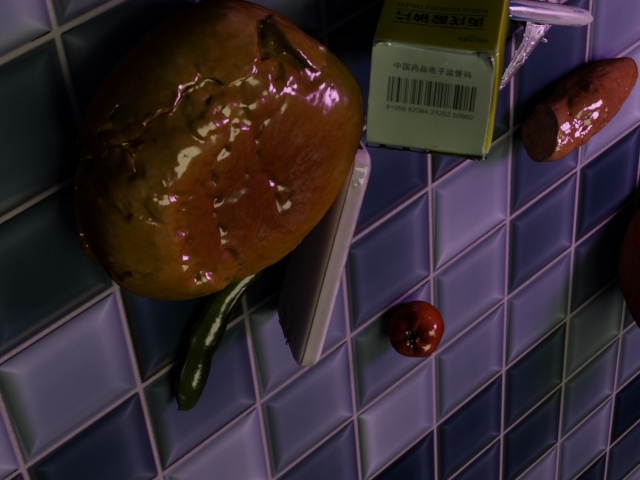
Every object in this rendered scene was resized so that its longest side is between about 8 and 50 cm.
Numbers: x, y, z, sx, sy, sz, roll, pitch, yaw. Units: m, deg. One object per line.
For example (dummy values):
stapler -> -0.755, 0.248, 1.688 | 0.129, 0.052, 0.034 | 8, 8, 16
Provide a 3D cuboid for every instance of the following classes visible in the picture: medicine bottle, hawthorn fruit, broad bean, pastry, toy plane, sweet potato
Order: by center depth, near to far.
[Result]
pastry -> -0.102, -0.088, 1.408 | 0.356, 0.163, 0.356 | -34, 141, -33
medicine bottle -> 0.136, -0.213, 1.514 | 0.250, 0.137, 0.141 | -73, 169, -53
broad bean -> -0.125, 0.106, 1.638 | 0.227, 0.039, 0.069 | -60, 150, 4
toy plane -> 0.285, -0.300, 1.788 | 0.226, 0.058, 0.226 | -9, 120, -50
hawthorn fruit -> 0.139, 0.123, 1.940 | 0.093, 0.081, 0.081 | -48, 158, -68
sweet potato -> 0.379, -0.198, 1.955 | 0.251, 0.097, 0.097 | -40, 142, -28

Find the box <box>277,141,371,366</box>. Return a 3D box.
box -> 0.000, 0.000, 1.624 | 0.044, 0.142, 0.285 | 7, 116, -16

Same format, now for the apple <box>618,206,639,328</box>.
apple -> 0.671, 0.040, 2.279 | 0.348, 0.348, 0.277 | -53, 139, -5
